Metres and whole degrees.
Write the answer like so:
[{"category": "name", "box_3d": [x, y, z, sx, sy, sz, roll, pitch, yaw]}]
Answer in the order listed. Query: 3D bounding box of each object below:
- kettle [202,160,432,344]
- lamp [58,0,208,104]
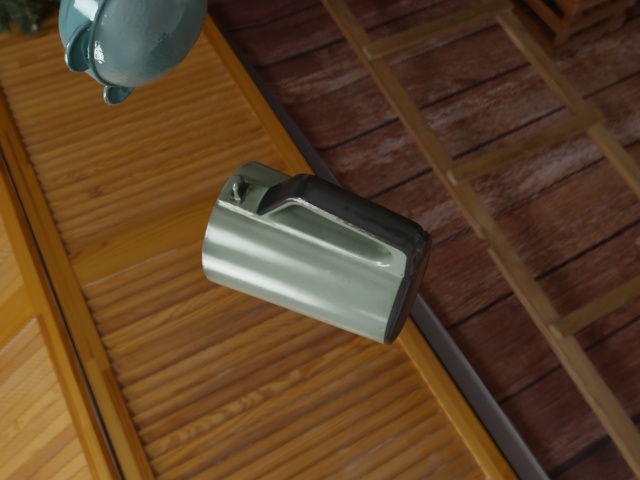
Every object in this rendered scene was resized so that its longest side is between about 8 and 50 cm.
[{"category": "kettle", "box_3d": [0.000, 0.000, 1.093, 0.361, 0.376, 0.250, 87, 28, -58]}, {"category": "lamp", "box_3d": [-0.220, -0.318, 0.774, 0.209, 0.147, 0.284, 107, -1, -84]}]
